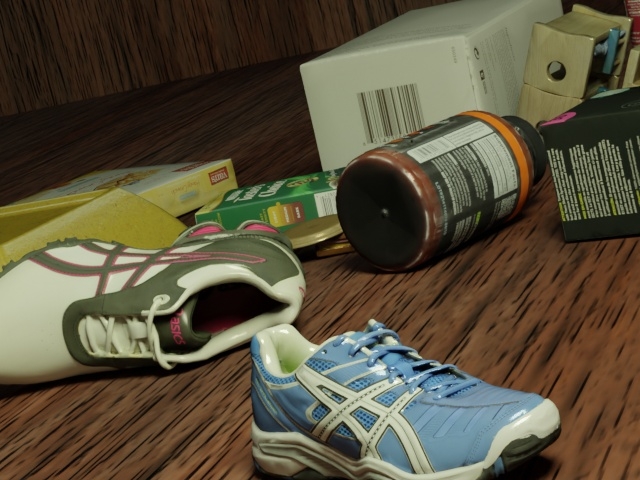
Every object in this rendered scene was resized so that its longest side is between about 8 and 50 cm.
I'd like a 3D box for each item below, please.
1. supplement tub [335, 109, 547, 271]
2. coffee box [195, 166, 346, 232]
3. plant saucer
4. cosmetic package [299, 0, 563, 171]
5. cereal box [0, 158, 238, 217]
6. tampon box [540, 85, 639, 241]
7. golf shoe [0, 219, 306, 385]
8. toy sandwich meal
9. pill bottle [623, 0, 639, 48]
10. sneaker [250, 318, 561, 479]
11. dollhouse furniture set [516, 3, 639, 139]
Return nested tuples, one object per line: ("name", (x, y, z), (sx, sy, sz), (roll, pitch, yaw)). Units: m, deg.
("supplement tub", (0.110, -0.049, 1.494), (0.106, 0.106, 0.198), (-3, 15, 43))
("coffee box", (-0.026, -0.038, 1.761), (0.184, 0.040, 0.113), (-11, 12, 14))
("plant saucer", (-0.339, 0.027, 1.724), (0.332, 0.081, 0.333), (-8, 13, 25))
("cosmetic package", (0.143, -0.175, 1.950), (0.197, 0.155, 0.365), (-8, 12, 26))
("cereal box", (-0.239, -0.048, 2.053), (0.240, 0.047, 0.173), (-4, 15, 41))
("tampon box", (0.278, -0.069, 1.390), (0.161, 0.101, 0.120), (-6, 13, 35))
("golf shoe", (-0.144, 0.051, 1.319), (0.273, 0.105, 0.120), (-15, 18, -6))
("toy sandwich meal", (0.000, 0.000, 1.584), (0.085, 0.029, 0.085), (-18, 12, 4))
("pill bottle", (0.369, -0.205, 1.827), (0.086, 0.152, 0.086), (-13, 11, 3))
("sneaker", (0.034, 0.089, 0.953), (0.211, 0.081, 0.080), (-2, 14, 41))
("dollhouse furniture set", (0.308, -0.144, 1.758), (0.183, 0.129, 0.129), (18, 24, 22))
